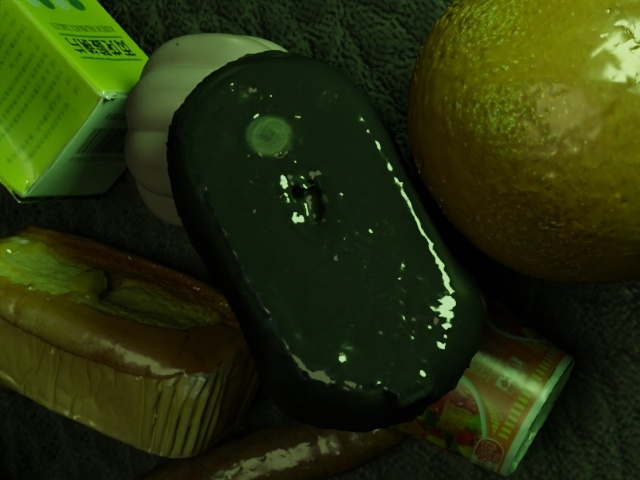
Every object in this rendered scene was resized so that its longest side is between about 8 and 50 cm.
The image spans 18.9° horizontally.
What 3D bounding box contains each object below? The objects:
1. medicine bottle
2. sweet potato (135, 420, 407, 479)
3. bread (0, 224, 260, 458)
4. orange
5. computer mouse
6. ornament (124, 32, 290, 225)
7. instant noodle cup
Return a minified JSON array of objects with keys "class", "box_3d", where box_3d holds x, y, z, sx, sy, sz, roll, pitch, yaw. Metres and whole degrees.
[{"class":"medicine bottle","box_3d":[-0.267,-0.164,1.735,0.250,0.137,0.141,46,109,16]},{"class":"sweet potato","box_3d":[-0.099,0.232,1.705,0.385,0.109,0.109,-35,79,15]},{"class":"bread","box_3d":[-0.189,0.083,1.710,0.288,0.152,0.119,21,117,22]},{"class":"orange","box_3d":[0.202,-0.095,1.460,0.274,0.274,0.274,1,93,24]},{"class":"computer mouse","box_3d":[0.000,0.001,1.481,0.183,0.116,0.323,-26,71,-2]},{"class":"ornament","box_3d":[-0.076,-0.091,1.636,0.177,0.177,0.177,1,93,24]},{"class":"instant noodle cup","box_3d":[0.103,0.102,1.583,0.185,0.168,0.168,29,104,13]}]
